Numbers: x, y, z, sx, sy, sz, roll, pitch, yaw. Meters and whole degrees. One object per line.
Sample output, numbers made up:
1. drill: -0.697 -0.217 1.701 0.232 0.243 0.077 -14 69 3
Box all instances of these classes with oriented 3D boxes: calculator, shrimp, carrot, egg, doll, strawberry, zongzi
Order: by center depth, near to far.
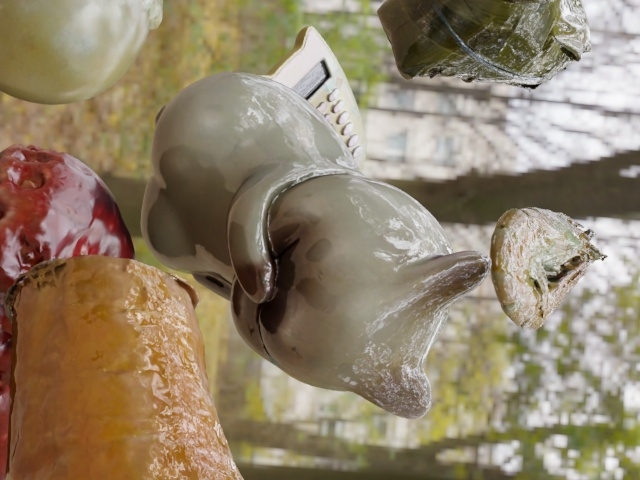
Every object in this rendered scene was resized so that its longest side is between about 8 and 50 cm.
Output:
1. egg: -0.197 -0.190 1.045 0.201 0.164 0.164 62 -13 18
2. carrot: -0.132 0.150 1.046 0.196 0.196 0.254 97 -12 -53
3. strawberry: -0.297 0.047 1.308 0.317 0.295 0.345 -37 164 -33
4. doll: -0.029 -0.009 1.399 0.370 0.226 0.215 49 -54 45
5. shrimp: 0.216 0.025 1.452 0.217 0.051 0.115 -4 98 -56
6. zongzi: 0.232 -0.262 1.532 0.274 0.251 0.125 -39 -116 41
7. calculator: -0.014 -0.149 1.931 0.157 0.033 0.236 -47 129 -29
